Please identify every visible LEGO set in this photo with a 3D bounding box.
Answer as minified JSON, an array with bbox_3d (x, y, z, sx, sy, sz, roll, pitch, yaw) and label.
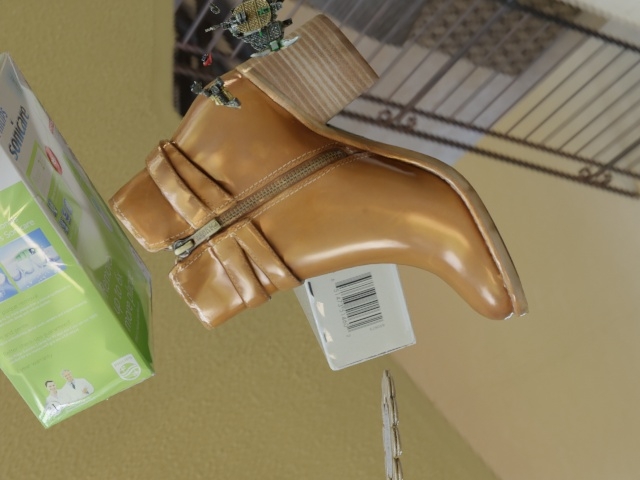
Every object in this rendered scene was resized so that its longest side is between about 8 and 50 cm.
[{"bbox_3d":[-0.040,-0.110,0.580,0.054,0.083,0.023,42,-177,17],"label":"LEGO set"}]

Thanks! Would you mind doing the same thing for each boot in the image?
[{"bbox_3d":[0.000,0.000,0.798,0.220,0.109,0.283,-41,-82,1],"label":"boot"}]

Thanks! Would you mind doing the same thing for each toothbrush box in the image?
[{"bbox_3d":[-0.274,-0.004,0.996,0.283,0.122,0.206,61,-176,-26],"label":"toothbrush box"}]

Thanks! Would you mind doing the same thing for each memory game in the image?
[{"bbox_3d":[0.093,0.260,1.387,0.012,0.186,0.186,-3,-122,-1],"label":"memory game"}]

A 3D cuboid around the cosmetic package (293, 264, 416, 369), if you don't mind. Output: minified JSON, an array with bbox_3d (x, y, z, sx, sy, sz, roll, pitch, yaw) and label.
[{"bbox_3d":[0.015,0.021,1.358,0.113,0.309,0.160,-18,-68,-4],"label":"cosmetic package"}]
